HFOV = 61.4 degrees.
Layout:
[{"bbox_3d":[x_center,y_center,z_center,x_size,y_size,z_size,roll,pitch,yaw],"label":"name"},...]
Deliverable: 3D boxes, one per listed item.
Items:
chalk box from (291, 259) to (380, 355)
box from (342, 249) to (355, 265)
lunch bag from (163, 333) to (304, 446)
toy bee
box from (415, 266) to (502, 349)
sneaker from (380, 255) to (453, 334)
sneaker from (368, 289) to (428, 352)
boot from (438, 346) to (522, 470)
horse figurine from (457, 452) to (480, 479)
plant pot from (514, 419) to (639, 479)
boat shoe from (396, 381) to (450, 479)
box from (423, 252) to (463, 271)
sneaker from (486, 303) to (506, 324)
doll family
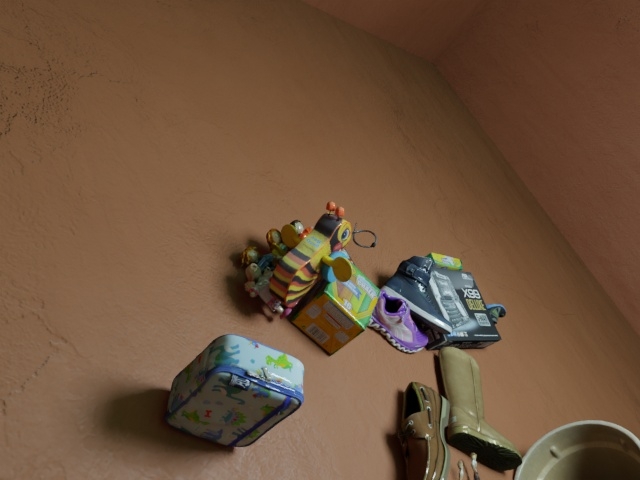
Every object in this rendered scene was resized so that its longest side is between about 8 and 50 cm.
[{"bbox_3d":[0.048,0.141,1.290,0.132,0.132,0.213,42,33,-6],"label":"chalk box"},{"bbox_3d":[0.026,0.044,1.465,0.137,0.027,0.094,-6,59,-51],"label":"box"},{"bbox_3d":[-0.138,0.253,0.884,0.176,0.219,0.090,29,37,-25],"label":"lunch bag"},{"bbox_3d":[0.000,0.000,1.171,0.195,0.162,0.298,13,45,18],"label":"toy bee"},{"bbox_3d":[0.397,0.206,1.641,0.307,0.076,0.243,10,53,-42],"label":"box"},{"bbox_3d":[0.297,0.140,1.485,0.226,0.163,0.086,35,-12,20],"label":"sneaker"},{"bbox_3d":[0.205,0.207,1.419,0.236,0.104,0.095,35,33,-18],"label":"sneaker"},{"bbox_3d":[0.420,0.437,1.427,0.236,0.089,0.270,35,33,-17],"label":"boot"},{"bbox_3d":[0.332,0.573,1.189,0.263,0.066,0.175,14,59,-51],"label":"horse figurine"},{"bbox_3d":[0.701,0.673,1.311,0.305,0.333,0.334,50,32,-13],"label":"plant pot"},{"bbox_3d":[0.214,0.438,1.193,0.104,0.111,0.307,38,24,-5],"label":"boat shoe"},{"bbox_3d":[0.375,0.090,1.730,0.179,0.105,0.043,9,55,-43],"label":"box"},{"bbox_3d":[0.567,0.256,1.817,0.188,0.067,0.078,4,72,-48],"label":"sneaker"},{"bbox_3d":[-0.100,0.061,1.257,0.163,0.118,0.263,48,51,-8],"label":"doll family"}]
